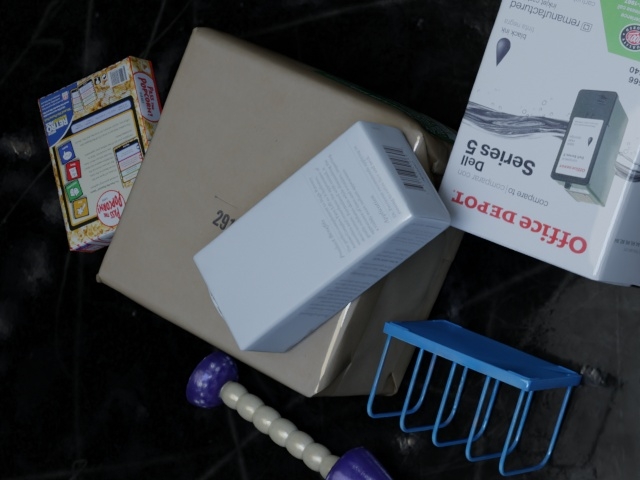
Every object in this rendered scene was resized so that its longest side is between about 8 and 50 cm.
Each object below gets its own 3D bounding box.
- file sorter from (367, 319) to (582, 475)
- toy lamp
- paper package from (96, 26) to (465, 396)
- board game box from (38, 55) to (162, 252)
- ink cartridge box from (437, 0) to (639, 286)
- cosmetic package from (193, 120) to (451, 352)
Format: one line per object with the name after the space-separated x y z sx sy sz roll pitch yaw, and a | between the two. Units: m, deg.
0.151 0.156 1.786 0.170 0.118 0.105 21 101 32 | file sorter
-0.027 0.216 1.913 0.274 0.080 0.080 31 102 29 | toy lamp
-0.032 -0.027 1.885 0.324 0.168 0.310 27 100 32 | paper package
-0.248 -0.100 2.098 0.146 0.045 0.194 -20 76 29 | board game box
0.252 -0.113 1.743 0.198 0.114 0.273 22 98 31 | ink cartridge box
0.000 0.000 1.717 0.231 0.085 0.117 -38 67 25 | cosmetic package
